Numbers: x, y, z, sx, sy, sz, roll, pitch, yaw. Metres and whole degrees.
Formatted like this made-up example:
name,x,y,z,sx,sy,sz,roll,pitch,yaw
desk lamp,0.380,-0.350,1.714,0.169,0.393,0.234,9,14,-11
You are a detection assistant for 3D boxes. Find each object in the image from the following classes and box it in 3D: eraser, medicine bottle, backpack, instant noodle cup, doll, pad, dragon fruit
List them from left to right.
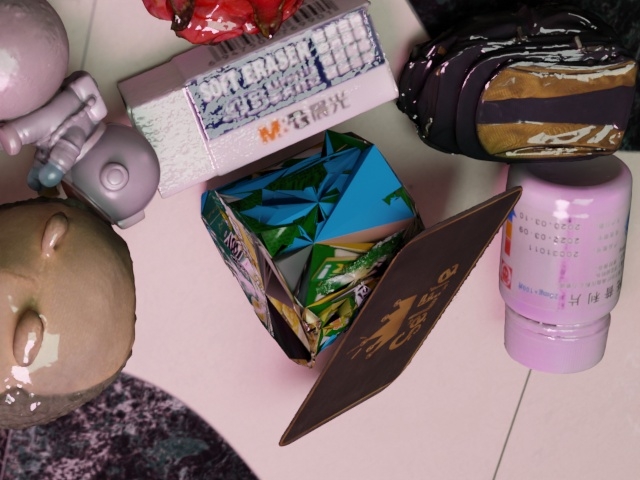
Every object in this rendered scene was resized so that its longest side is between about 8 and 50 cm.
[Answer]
name,x,y,z,sx,sy,sz,roll,pitch,yaw
doll,-0.351,0.071,1.655,0.247,0.349,0.247,6,81,-45
doll,-0.271,-0.129,1.656,0.151,0.151,0.287,-40,109,3
dragon fruit,-0.092,-0.319,1.577,0.233,0.234,0.293,-21,155,-9
eraser,-0.068,-0.163,1.772,0.287,0.086,0.130,-23,121,-7
instant noodle cup,0.000,0.000,1.811,0.178,0.240,0.240,-32,124,-14
pad,0.130,0.099,1.878,0.315,0.063,0.375,-26,155,-45
backpack,0.216,-0.177,1.854,0.258,0.133,0.206,-5,127,-11
medicine bottle,0.293,0.023,1.969,0.152,0.152,0.255,-9,119,-16
